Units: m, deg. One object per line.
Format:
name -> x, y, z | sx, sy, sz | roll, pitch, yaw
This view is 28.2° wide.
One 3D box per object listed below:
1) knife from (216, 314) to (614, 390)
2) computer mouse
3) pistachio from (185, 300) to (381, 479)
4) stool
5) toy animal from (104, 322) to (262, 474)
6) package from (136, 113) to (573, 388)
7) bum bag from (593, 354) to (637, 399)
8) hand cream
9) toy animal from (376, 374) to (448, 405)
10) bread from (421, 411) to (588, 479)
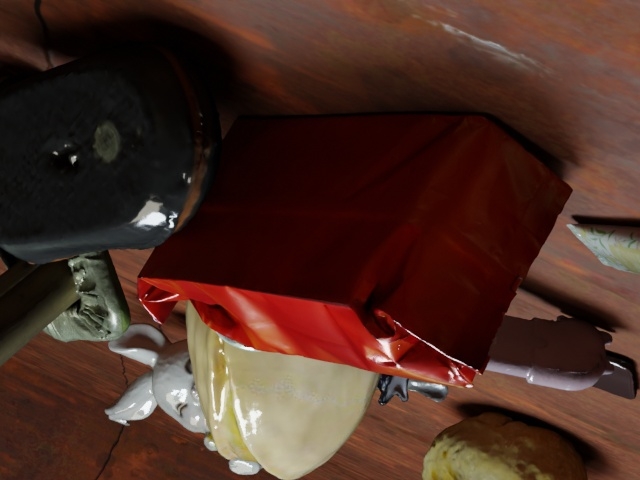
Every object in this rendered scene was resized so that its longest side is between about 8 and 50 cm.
knife -> 0.091, 0.088, 1.246 | 0.398, 0.132, 0.038 | 10, 137, 0
computer mouse -> -0.201, -0.076, 1.148 | 0.323, 0.183, 0.116 | -7, 177, 41
pistachio -> -0.039, 0.116, 1.405 | 0.229, 0.238, 0.321 | 20, 131, 29
stool -> -0.387, 0.009, 1.386 | 0.310, 0.226, 0.310 | -9, 106, 62
toy animal -> -0.171, 0.242, 1.988 | 0.325, 0.208, 0.154 | 11, -161, 12
package -> 0.001, 0.000, 1.084 | 0.423, 0.196, 0.123 | 6, 148, 49
bum bag -> 0.264, 0.135, 1.388 | 0.159, 0.026, 0.109 | 16, 159, 25
hand cream -> 0.280, 0.014, 1.005 | 0.067, 0.042, 0.194 | 35, 164, -32
toy animal -> 0.064, 0.180, 1.721 | 0.202, 0.070, 0.105 | 8, 175, 33
bread -> 0.260, 0.321, 1.750 | 0.244, 0.134, 0.244 | 24, 159, 10
